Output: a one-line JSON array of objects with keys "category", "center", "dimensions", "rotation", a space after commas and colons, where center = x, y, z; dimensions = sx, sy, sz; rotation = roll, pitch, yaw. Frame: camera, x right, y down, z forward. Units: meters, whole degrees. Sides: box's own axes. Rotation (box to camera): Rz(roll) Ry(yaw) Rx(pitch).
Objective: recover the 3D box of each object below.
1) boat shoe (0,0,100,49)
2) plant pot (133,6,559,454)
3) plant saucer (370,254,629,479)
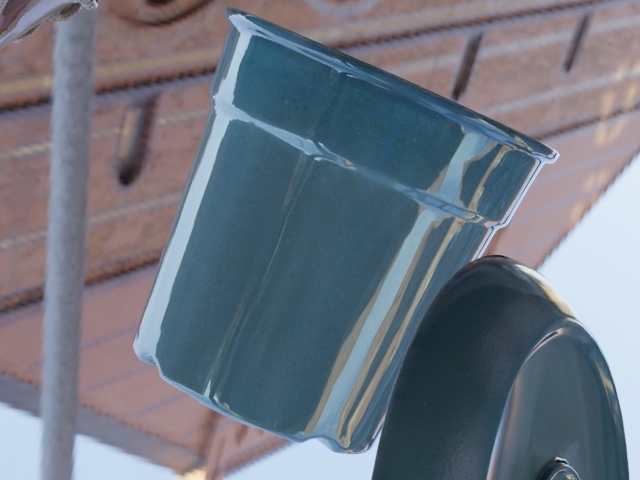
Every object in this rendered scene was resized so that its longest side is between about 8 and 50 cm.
[{"category": "boat shoe", "center": [-0.128, -0.120, 0.562], "dimensions": [0.116, 0.324, 0.123], "rotation": [12, -121, -20]}, {"category": "plant pot", "center": [0.000, 0.000, 1.400], "dimensions": [0.341, 0.334, 0.341], "rotation": [24, -176, -2]}, {"category": "plant saucer", "center": [0.108, 0.166, 0.777], "dimensions": [0.044, 0.317, 0.317], "rotation": [0, -163, 27]}]
